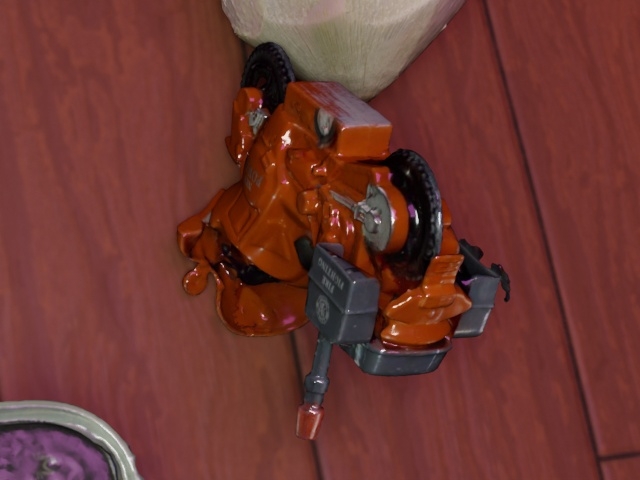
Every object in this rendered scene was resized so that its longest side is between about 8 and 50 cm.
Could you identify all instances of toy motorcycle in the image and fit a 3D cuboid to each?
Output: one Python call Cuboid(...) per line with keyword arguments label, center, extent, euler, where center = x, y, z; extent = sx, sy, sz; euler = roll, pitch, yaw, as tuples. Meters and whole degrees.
Cuboid(label="toy motorcycle", center=(0.000, 0.000, 1.251), extent=(0.147, 0.221, 0.325), euler=(-4, 27, -28))

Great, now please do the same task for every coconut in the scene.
Cuboid(label="coconut", center=(0.016, -0.228, 1.373), extent=(0.224, 0.224, 0.234), euler=(-5, 101, -25))

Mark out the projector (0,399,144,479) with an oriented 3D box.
Cuboid(label="projector", center=(-0.249, 0.249, 1.042), extent=(0.248, 0.249, 0.248), euler=(-4, 72, -25))
